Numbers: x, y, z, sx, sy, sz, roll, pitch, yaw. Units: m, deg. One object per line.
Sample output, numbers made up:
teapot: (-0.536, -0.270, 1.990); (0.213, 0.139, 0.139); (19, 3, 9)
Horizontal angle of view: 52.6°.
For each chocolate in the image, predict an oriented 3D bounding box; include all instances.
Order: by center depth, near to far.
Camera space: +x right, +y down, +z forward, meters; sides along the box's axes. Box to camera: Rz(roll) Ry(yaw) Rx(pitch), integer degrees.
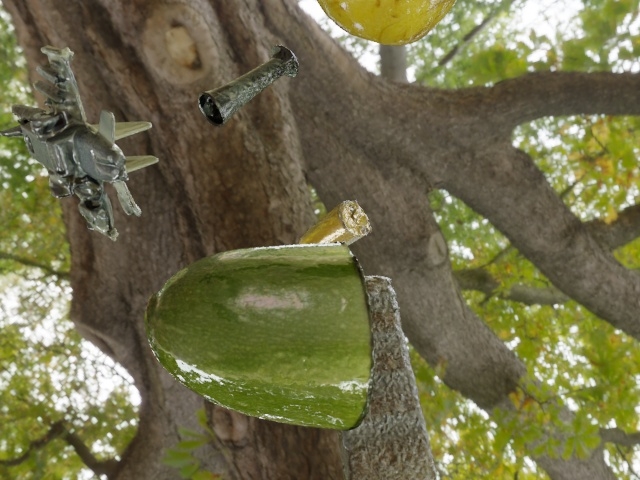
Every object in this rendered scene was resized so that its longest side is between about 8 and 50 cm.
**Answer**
chocolate: (0.000, 0.000, 1.303); (0.219, 0.085, 0.086); (-33, -160, 42)

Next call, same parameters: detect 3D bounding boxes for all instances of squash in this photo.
squash: (-0.109, 0.153, 0.997); (0.308, 0.310, 0.310); (-1, -157, -19)

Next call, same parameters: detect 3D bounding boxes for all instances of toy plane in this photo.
toy plane: (-0.264, -0.101, 0.642); (0.262, 0.192, 0.088); (18, -143, 34)

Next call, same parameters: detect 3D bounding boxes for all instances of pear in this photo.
pear: (0.105, -0.441, 0.974); (0.280, 0.281, 0.281); (-22, -150, 13)

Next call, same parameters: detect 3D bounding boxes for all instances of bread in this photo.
bread: (0.094, 0.271, 1.234); (0.165, 0.113, 0.417); (-8, -113, -9)

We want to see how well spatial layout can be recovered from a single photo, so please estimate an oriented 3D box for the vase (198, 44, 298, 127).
vase: (-0.110, -0.242, 1.006); (0.167, 0.059, 0.059); (-41, -149, -28)
